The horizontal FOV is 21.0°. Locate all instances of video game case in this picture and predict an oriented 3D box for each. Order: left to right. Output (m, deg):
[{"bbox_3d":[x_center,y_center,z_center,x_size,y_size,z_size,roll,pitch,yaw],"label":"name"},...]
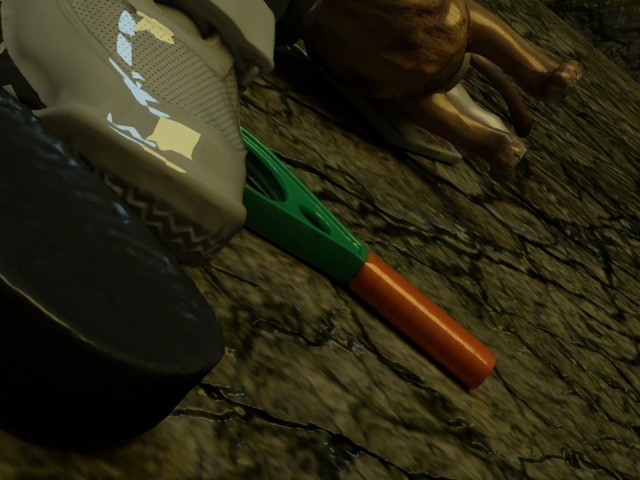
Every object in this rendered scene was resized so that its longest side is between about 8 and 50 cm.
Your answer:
[{"bbox_3d":[0.056,-0.098,1.337,0.087,0.011,0.122,48,17,24],"label":"video game case"}]

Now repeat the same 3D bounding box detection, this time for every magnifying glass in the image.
[{"bbox_3d":[0.000,0.000,0.924,0.231,0.026,0.092,38,16,-7],"label":"magnifying glass"}]

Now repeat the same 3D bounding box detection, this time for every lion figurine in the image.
[{"bbox_3d":[0.076,-0.158,1.334,0.240,0.142,0.392,35,1,5],"label":"lion figurine"}]

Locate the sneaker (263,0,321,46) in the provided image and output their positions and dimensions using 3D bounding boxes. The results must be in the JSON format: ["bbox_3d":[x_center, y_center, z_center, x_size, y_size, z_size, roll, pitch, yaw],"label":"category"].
[{"bbox_3d":[-0.116,-0.216,1.121,0.271,0.100,0.108,40,29,6],"label":"sneaker"}]

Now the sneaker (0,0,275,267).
[{"bbox_3d":[-0.069,-0.154,0.818,0.137,0.210,0.366,31,19,-31],"label":"sneaker"}]

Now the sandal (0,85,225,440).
[{"bbox_3d":[-0.183,-0.118,0.641,0.446,0.107,0.167,45,16,12],"label":"sandal"}]
